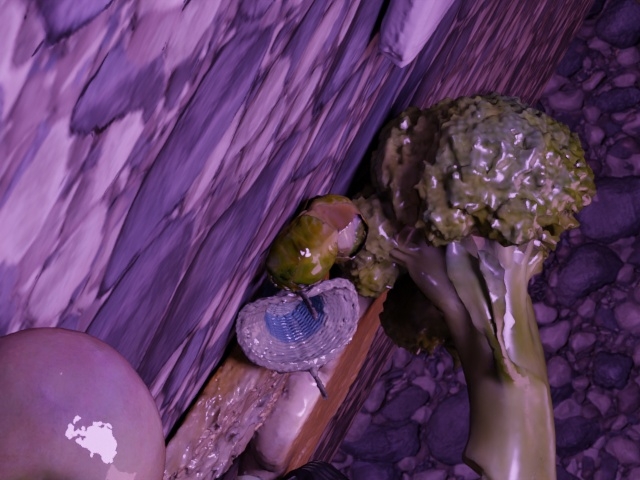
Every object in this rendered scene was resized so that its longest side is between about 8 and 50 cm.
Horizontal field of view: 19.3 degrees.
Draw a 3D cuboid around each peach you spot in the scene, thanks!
[{"bbox_3d":[-0.091,0.069,0.624,0.083,0.083,0.083,-59,173,-11],"label":"peach"}]

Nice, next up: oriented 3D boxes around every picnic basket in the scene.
[{"bbox_3d":[-0.011,0.055,1.185,0.083,0.083,0.065,-131,-148,-55],"label":"picnic basket"}]

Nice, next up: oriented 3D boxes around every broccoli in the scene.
[{"bbox_3d":[0.093,0.032,1.396,0.254,0.186,0.302,-127,-133,-73],"label":"broccoli"}]

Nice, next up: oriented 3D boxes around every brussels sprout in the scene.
[{"bbox_3d":[0.000,0.000,1.168,0.083,0.046,0.051,-48,159,-59],"label":"brussels sprout"}]

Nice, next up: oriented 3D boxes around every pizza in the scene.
[{"bbox_3d":[-0.052,0.103,1.266,0.181,0.034,0.262,-64,173,32],"label":"pizza"}]

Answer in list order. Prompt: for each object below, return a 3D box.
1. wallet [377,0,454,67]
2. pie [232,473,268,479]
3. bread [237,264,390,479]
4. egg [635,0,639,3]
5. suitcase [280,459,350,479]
[{"bbox_3d":[0.089,-0.186,1.114,0.190,0.033,0.095,-54,172,-38],"label":"wallet"},{"bbox_3d":[-0.127,0.288,1.258,0.306,0.071,0.306,-53,171,-13],"label":"pie"},{"bbox_3d":[0.011,0.091,1.616,0.316,0.054,0.316,-60,174,-10],"label":"bread"},{"bbox_3d":[0.258,-0.301,1.387,0.286,0.174,0.264,-96,-158,-52],"label":"egg"},{"bbox_3d":[-0.066,0.333,1.527,0.312,0.128,0.202,-56,166,25],"label":"suitcase"}]
